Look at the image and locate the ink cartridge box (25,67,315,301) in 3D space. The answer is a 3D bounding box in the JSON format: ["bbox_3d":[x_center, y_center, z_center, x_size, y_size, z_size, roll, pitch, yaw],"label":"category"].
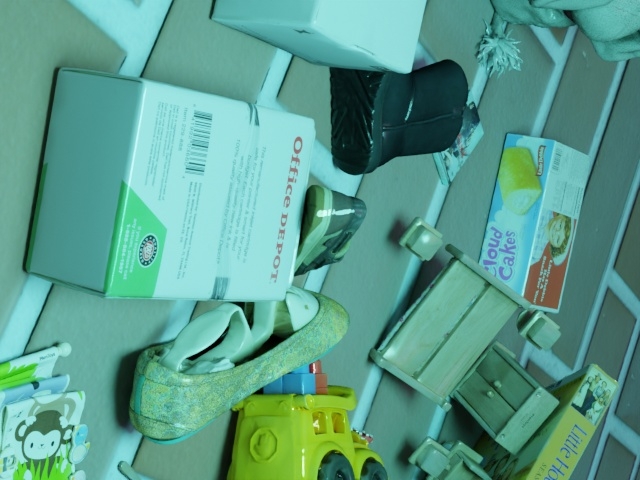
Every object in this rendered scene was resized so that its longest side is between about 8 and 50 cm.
[{"bbox_3d":[-0.146,-0.049,1.369,0.289,0.121,0.211,7,94,-56],"label":"ink cartridge box"}]

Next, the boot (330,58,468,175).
[{"bbox_3d":[0.108,-0.215,1.704,0.207,0.094,0.247,-22,124,-46],"label":"boot"}]

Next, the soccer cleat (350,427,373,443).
[{"bbox_3d":[0.041,0.278,1.817,0.083,0.029,0.036,11,99,-52],"label":"soccer cleat"}]

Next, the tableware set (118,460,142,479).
[{"bbox_3d":[-0.186,0.347,1.479,0.194,0.039,0.128,58,42,-44],"label":"tableware set"}]

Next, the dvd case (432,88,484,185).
[{"bbox_3d":[0.199,-0.151,1.928,0.119,0.013,0.087,-52,138,-31],"label":"dvd case"}]

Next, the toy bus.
[{"bbox_3d":[-0.015,0.236,1.643,0.220,0.149,0.212,14,72,-58],"label":"toy bus"}]

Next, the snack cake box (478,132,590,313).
[{"bbox_3d":[0.338,-0.025,2.095,0.152,0.089,0.264,13,89,-57],"label":"snack cake box"}]

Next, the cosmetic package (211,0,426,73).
[{"bbox_3d":[0.032,-0.400,1.496,0.217,0.156,0.385,18,86,-55],"label":"cosmetic package"}]

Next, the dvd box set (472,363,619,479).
[{"bbox_3d":[0.256,0.390,1.953,0.062,0.307,0.420,41,57,-3],"label":"dvd box set"}]

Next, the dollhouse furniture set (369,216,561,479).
[{"bbox_3d":[0.153,0.163,1.919,0.355,0.174,0.303,37,94,-24],"label":"dollhouse furniture set"}]

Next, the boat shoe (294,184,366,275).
[{"bbox_3d":[0.000,-0.001,1.535,0.223,0.073,0.080,122,-24,-68],"label":"boat shoe"}]

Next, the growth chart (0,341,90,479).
[{"bbox_3d":[-0.292,0.218,1.330,0.172,0.021,0.237,-25,120,-50],"label":"growth chart"}]

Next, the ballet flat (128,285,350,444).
[{"bbox_3d":[-0.082,0.110,1.511,0.348,0.123,0.123,-29,123,-44],"label":"ballet flat"}]

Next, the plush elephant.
[{"bbox_3d":[0.376,-0.386,1.897,0.272,0.255,0.330,16,86,-55],"label":"plush elephant"}]
